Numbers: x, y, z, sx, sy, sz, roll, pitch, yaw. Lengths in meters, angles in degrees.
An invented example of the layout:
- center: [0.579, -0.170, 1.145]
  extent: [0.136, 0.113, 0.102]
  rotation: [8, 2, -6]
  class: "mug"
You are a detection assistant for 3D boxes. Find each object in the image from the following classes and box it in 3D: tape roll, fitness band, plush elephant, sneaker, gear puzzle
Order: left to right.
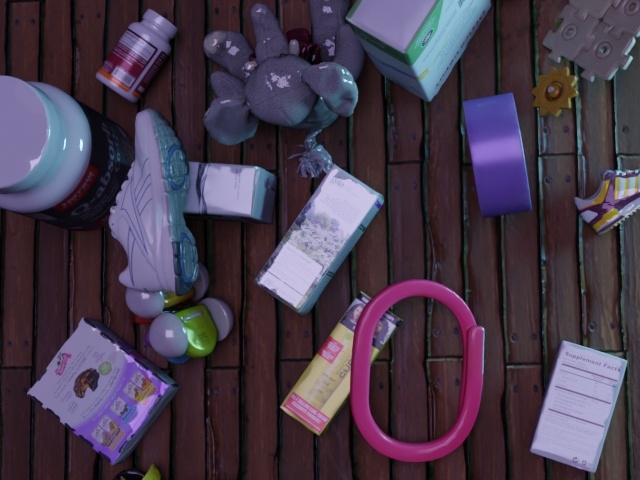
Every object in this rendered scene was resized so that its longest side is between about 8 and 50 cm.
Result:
- center: [-0.273, -0.058, 1.778]
  extent: [0.129, 0.111, 0.297]
  rotation: [-4, 87, 16]
  class: "sneaker"
- center: [-0.059, -0.268, 1.836]
  extent: [0.272, 0.255, 0.329]
  rotation: [-16, 81, 8]
  class: "plush elephant"
- center: [0.152, 0.206, 1.814]
  extent: [0.209, 0.054, 0.290]
  rotation: [3, 92, -3]
  class: "fitness band"
- center: [0.279, -0.134, 1.794]
  extent: [0.080, 0.189, 0.188]
  rotation: [-10, 82, 9]
  class: "tape roll"
- center: [0.459, -0.339, 1.830]
  extent: [0.175, 0.044, 0.339]
  rotation: [43, 105, 44]
  class: "gear puzzle"
- center: [0.494, -0.092, 1.812]
  extent: [0.185, 0.069, 0.084]
  rotation: [-39, 84, 3]
  class: "sneaker"

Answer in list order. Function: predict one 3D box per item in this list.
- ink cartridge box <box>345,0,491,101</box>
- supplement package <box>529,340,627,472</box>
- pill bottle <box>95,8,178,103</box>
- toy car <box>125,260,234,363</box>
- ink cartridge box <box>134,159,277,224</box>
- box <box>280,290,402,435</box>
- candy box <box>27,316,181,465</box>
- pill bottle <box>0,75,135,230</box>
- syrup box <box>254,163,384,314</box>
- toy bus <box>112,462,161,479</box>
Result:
- center: [0.162, -0.362, 1.799]
  extent: [0.117, 0.278, 0.201]
  rotation: [33, 90, 15]
  class: "ink cartridge box"
- center: [0.399, 0.256, 1.770]
  extent: [0.105, 0.105, 0.179]
  rotation: [17, 86, 12]
  class: "supplement package"
- center: [-0.315, -0.321, 1.976]
  extent: [0.086, 0.086, 0.152]
  rotation: [35, 90, 12]
  class: "pill bottle"
- center: [-0.249, 0.126, 1.895]
  extent: [0.136, 0.159, 0.182]
  rotation: [-42, 76, 39]
  class: "toy car"
- center: [-0.190, -0.080, 1.891]
  extent: [0.209, 0.153, 0.086]
  rotation: [4, 87, 11]
  class: "ink cartridge box"
- center: [0.035, 0.201, 1.865]
  extent: [0.087, 0.058, 0.232]
  rotation: [36, 91, 10]
  class: "box"
- center: [-0.366, 0.252, 1.925]
  extent: [0.196, 0.070, 0.164]
  rotation: [37, 91, 12]
  class: "candy box"
- center: [-0.443, -0.137, 1.835]
  extent: [0.210, 0.363, 0.210]
  rotation: [-1, 84, 10]
  class: "pill bottle"
- center: [0.000, 0.000, 1.876]
  extent: [0.093, 0.096, 0.236]
  rotation: [34, 90, 10]
  class: "syrup box"
- center: [-0.321, 0.506, 1.863]
  extent: [0.220, 0.149, 0.211]
  rotation: [-32, 95, 7]
  class: "toy bus"
